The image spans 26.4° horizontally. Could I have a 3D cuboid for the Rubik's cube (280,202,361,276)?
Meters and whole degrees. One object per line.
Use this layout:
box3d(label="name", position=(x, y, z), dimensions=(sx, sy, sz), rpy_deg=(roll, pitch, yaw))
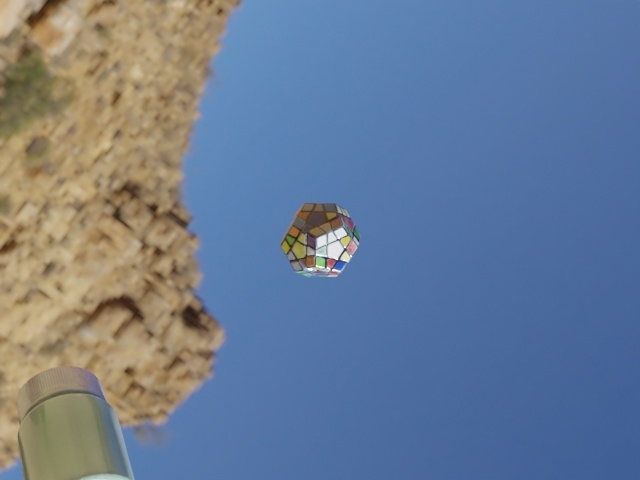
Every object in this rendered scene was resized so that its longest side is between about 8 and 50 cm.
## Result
box3d(label="Rubik's cube", position=(0.000, 0.000, 1.841), dimensions=(0.111, 0.111, 0.093), rpy_deg=(-53, -148, -3))

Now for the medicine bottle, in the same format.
box3d(label="medicine bottle", position=(-0.330, 0.286, 1.828), dimensions=(0.139, 0.139, 0.225), rpy_deg=(-45, -139, 17))
